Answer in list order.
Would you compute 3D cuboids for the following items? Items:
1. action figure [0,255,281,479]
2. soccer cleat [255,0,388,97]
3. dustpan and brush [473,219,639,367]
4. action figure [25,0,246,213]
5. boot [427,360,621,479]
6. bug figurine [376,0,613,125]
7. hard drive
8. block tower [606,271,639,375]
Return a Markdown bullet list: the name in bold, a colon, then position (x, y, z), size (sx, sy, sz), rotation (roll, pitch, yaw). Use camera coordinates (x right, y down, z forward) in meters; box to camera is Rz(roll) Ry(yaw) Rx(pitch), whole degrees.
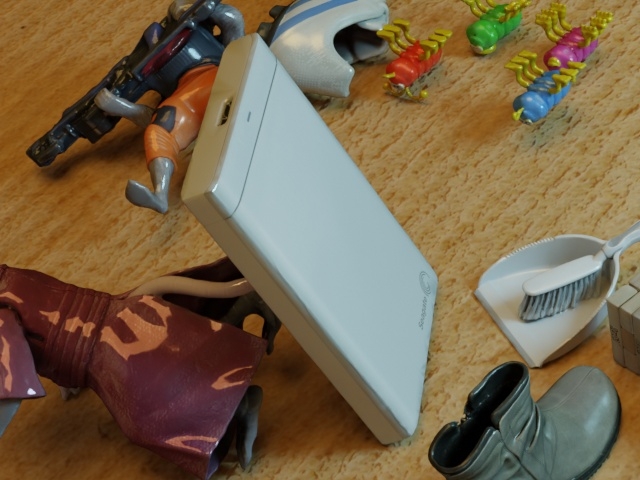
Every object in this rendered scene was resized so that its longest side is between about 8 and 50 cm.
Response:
- **action figure**: position (-0.229, 0.096, 1.897), size (0.370, 0.276, 0.248), rotation (15, 27, -5)
- **soccer cleat**: position (0.035, -0.291, 2.399), size (0.143, 0.116, 0.331), rotation (18, 51, 12)
- **dustpan and brush**: position (0.274, 0.029, 1.987), size (0.211, 0.060, 0.147), rotation (-24, 41, -10)
- **action figure**: position (-0.172, -0.140, 2.286), size (0.341, 0.178, 0.330), rotation (-38, 31, 15)
- **boot**: position (0.195, 0.167, 1.780), size (0.083, 0.161, 0.246), rotation (19, 52, 33)
- **bug figurine**: position (0.213, -0.214, 2.270), size (0.279, 0.072, 0.216), rotation (20, 46, 40)
- **hard drive**: position (0.000, 0.000, 1.885), size (0.047, 0.353, 0.233), rotation (-19, 37, 27)
- **block tower**: position (0.418, 0.133, 1.802), size (0.091, 0.097, 0.335), rotation (-36, 46, -21)
